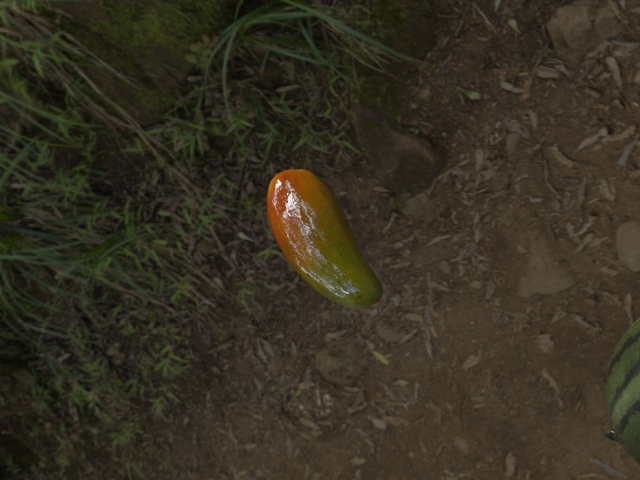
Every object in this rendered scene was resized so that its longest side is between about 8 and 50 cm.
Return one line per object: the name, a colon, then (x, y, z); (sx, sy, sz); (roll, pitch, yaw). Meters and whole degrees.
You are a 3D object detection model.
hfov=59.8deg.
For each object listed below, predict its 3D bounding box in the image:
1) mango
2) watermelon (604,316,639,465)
mango: (-0.003, -0.002, 0.988); (0.129, 0.146, 0.289); (-40, 61, 18)
watermelon: (0.561, 0.214, 0.783); (0.279, 0.278, 0.359); (47, 131, 29)
